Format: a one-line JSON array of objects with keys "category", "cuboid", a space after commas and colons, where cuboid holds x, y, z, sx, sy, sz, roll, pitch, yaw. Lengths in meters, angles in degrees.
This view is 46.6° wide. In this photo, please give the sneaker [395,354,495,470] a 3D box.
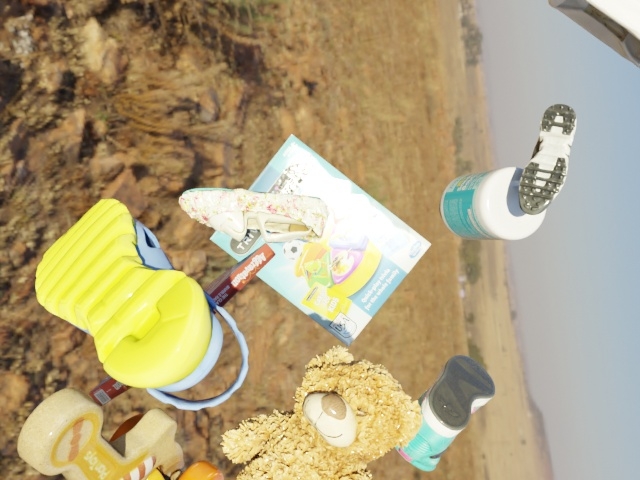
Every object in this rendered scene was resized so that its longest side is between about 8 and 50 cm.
[{"category": "sneaker", "cuboid": [0.216, 0.330, 1.382, 0.124, 0.178, 0.296, 47, 26, 14]}]

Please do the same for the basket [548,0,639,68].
[{"category": "basket", "cuboid": [0.224, -0.197, 0.522, 0.113, 0.103, 0.167, 42, 20, 14]}]

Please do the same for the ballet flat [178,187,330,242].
[{"category": "ballet flat", "cuboid": [-0.100, -0.036, 1.165, 0.091, 0.241, 0.077, 114, -25, -62]}]

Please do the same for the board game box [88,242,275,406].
[{"category": "board game box", "cuboid": [-0.180, 0.108, 1.008, 0.027, 0.145, 0.281, 52, 42, -7]}]

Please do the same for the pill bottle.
[{"category": "pill bottle", "cuboid": [0.345, -0.073, 1.563, 0.264, 0.146, 0.146, 180, -99, -74]}]

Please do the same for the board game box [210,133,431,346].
[{"category": "board game box", "cuboid": [0.000, 0.000, 1.429, 0.336, 0.253, 0.079, 38, 3, -2]}]

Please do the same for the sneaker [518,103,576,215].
[{"category": "sneaker", "cuboid": [0.434, -0.138, 1.416, 0.106, 0.078, 0.234, 63, 45, -61]}]

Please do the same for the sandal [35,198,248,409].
[{"category": "sandal", "cuboid": [-0.171, 0.065, 0.712, 0.317, 0.126, 0.138, 39, -7, 49]}]

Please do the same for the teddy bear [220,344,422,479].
[{"category": "teddy bear", "cuboid": [-0.031, 0.287, 0.870, 0.113, 0.338, 0.245, 31, 22, -41]}]

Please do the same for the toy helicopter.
[{"category": "toy helicopter", "cuboid": [-0.254, 0.274, 0.823, 0.235, 0.140, 0.355, -48, 154, -25]}]
